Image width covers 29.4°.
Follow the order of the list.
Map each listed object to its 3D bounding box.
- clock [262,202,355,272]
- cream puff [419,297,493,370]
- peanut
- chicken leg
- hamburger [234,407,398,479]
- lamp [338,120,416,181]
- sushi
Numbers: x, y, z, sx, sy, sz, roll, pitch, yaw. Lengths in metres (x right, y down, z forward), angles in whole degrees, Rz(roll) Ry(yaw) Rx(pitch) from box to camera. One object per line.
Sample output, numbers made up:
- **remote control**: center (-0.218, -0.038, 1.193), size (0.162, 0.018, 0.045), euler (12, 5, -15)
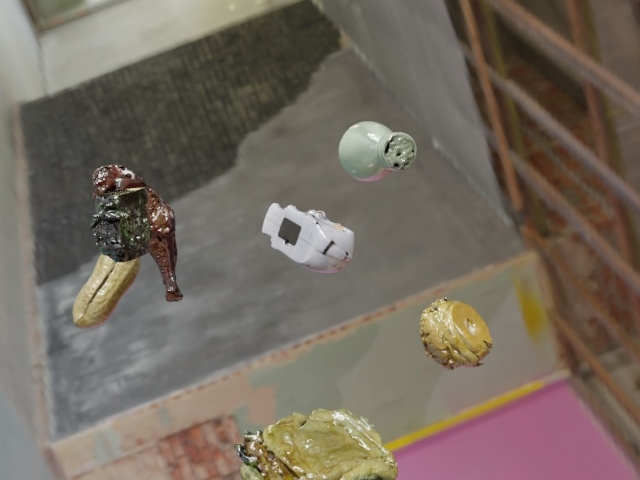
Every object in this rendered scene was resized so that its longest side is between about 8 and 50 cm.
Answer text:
- **clock**: center (0.000, -0.001, 1.928), size (0.176, 0.117, 0.080), euler (30, -76, 52)
- **cream puff**: center (0.222, 0.162, 2.044), size (0.133, 0.104, 0.119), euler (28, 37, -23)
- **peanut**: center (-0.374, 0.080, 2.132), size (0.080, 0.174, 0.080), euler (31, -9, 5)
- **chicken leg**: center (-0.238, -0.015, 1.650), size (0.205, 0.093, 0.053), euler (46, -31, -7)
- **hamburger**: center (-0.003, 0.319, 1.624), size (0.183, 0.206, 0.130), euler (39, -54, 51)
- **lamp**: center (0.101, -0.153, 2.079), size (0.193, 0.106, 0.106), euler (7, -61, 70)
- **sushi**: center (-0.252, -0.017, 1.535), size (0.085, 0.056, 0.083), euler (-39, 122, -66)
